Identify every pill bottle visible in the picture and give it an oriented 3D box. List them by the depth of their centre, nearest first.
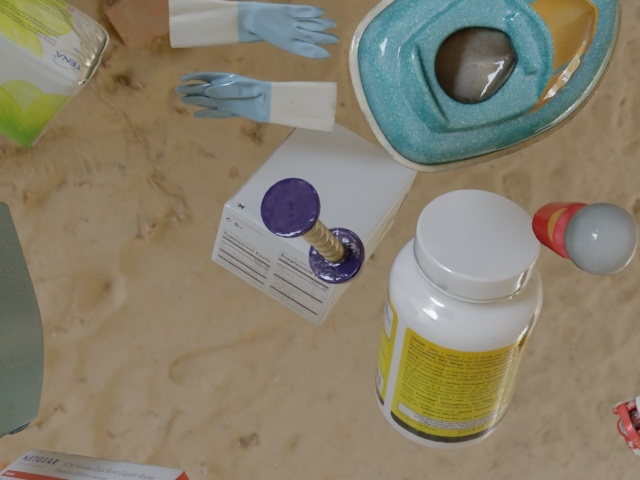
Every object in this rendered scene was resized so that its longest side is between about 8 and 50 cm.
[{"bbox_3d":[0.172,0.102,1.226,0.187,0.188,0.334,-20,142,-19],"label":"pill bottle"}]

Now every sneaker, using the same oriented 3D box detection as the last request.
[{"bbox_3d":[0.477,0.225,1.305,0.145,0.090,0.270,-18,156,0],"label":"sneaker"}]

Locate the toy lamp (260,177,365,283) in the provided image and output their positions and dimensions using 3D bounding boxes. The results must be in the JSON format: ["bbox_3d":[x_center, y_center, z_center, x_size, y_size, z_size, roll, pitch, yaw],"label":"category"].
[{"bbox_3d":[0.000,0.000,1.219,0.080,0.080,0.274,-46,157,1],"label":"toy lamp"}]

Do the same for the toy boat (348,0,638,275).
[{"bbox_3d":[0.191,-0.116,0.899,0.267,0.148,0.318,-30,102,-4],"label":"toy boat"}]

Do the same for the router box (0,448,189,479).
[{"bbox_3d":[-0.331,0.357,1.059,0.301,0.335,0.082,-38,111,-40],"label":"router box"}]

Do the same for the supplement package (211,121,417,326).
[{"bbox_3d":[-0.007,-0.040,1.522,0.262,0.204,0.145,-52,169,-37],"label":"supplement package"}]

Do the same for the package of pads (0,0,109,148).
[{"bbox_3d":[-0.432,-0.258,1.200,0.296,0.229,0.101,31,58,-23],"label":"package of pads"}]

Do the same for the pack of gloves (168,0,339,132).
[{"bbox_3d":[-0.088,-0.251,1.353,0.232,0.046,0.195,6,132,1],"label":"pack of gloves"}]

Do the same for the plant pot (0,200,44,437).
[{"bbox_3d":[-0.433,0.118,1.032,0.247,0.248,0.252,-24,88,2],"label":"plant pot"}]
